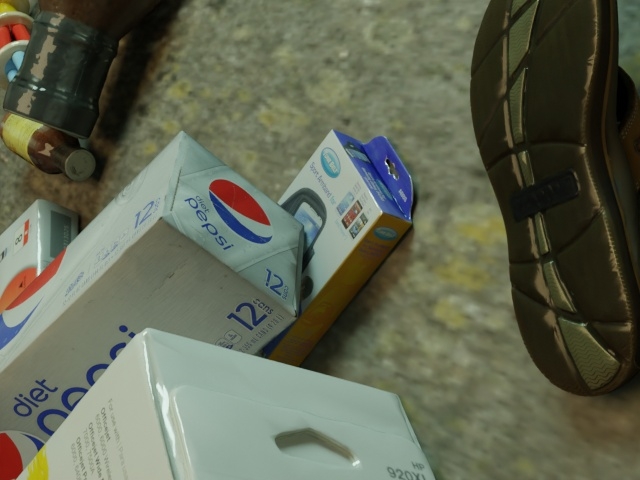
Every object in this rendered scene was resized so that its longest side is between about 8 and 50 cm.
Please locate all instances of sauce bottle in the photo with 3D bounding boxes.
[{"bbox_3d":[-0.152,-0.249,0.984,0.111,0.111,0.344,19,90,52],"label":"sauce bottle"},{"bbox_3d":[-0.220,-0.076,1.054,0.128,0.042,0.042,30,99,54],"label":"sauce bottle"}]

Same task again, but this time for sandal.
[{"bbox_3d":[0.125,-0.039,0.609,0.090,0.060,0.219,-23,73,51],"label":"sandal"}]

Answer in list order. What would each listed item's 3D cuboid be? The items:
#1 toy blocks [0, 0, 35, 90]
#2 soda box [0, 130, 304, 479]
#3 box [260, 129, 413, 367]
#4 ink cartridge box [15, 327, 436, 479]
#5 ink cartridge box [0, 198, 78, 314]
[{"bbox_3d":[-0.246,-0.193,1.124,0.123,0.054,0.148,-54,41,23],"label":"toy blocks"},{"bbox_3d":[-0.138,0.071,0.769,0.286,0.098,0.091,-42,24,27],"label":"soda box"},{"bbox_3d":[0.000,0.000,0.765,0.136,0.028,0.081,-54,41,24],"label":"box"},{"bbox_3d":[-0.063,0.191,0.647,0.233,0.171,0.168,-50,43,27],"label":"ink cartridge box"},{"bbox_3d":[-0.255,0.071,1.030,0.179,0.045,0.145,-34,48,34],"label":"ink cartridge box"}]
